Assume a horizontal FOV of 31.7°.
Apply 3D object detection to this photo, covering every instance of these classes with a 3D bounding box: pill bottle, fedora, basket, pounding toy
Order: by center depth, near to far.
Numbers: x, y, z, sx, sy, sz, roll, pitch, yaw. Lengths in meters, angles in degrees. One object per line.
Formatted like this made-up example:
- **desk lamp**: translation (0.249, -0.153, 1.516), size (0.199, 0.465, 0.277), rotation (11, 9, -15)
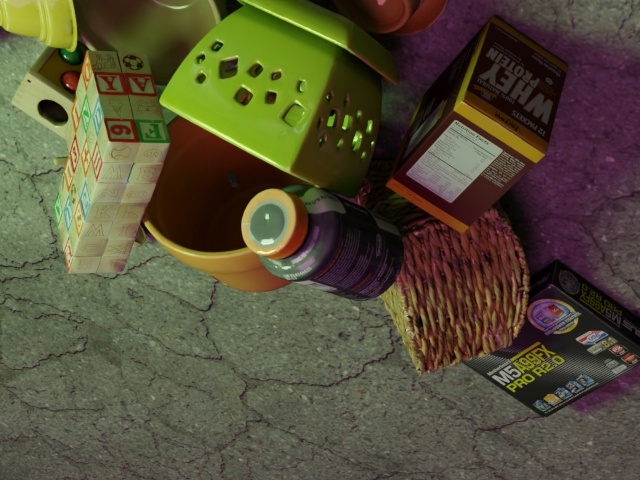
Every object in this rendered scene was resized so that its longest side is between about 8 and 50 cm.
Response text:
- **fedora**: translation (0.070, -0.332, 1.477), size (0.194, 0.079, 0.194), rotation (13, 137, 12)
- **pill bottle**: translation (0.000, 0.000, 1.504), size (0.130, 0.130, 0.245), rotation (-10, 163, 31)
- **pounding toy**: translation (-0.356, -0.199, 1.723), size (0.206, 0.181, 0.094), rotation (34, 137, -12)
- **basket**: translation (0.193, 0.016, 1.761), size (0.213, 0.223, 0.299), rotation (-19, 127, -3)

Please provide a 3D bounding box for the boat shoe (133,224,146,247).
- **boat shoe**: translation (-0.346, -0.042, 1.978), size (0.045, 0.050, 0.135), rotation (-10, 129, 38)

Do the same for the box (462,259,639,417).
- **box**: translation (0.381, 0.171, 1.869), size (0.216, 0.060, 0.270), rotation (34, 137, -13)

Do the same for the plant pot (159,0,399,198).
- **plant pot**: translation (-0.035, -0.205, 1.495), size (0.227, 0.207, 0.228), rotation (29, -176, 24)

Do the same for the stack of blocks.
- **stack of blocks**: translation (-0.309, -0.107, 1.623), size (0.087, 0.171, 0.297), rotation (-1, 143, -26)

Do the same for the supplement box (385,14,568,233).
- **supplement box**: translation (0.211, -0.154, 1.512), size (0.129, 0.191, 0.194), rotation (32, 138, -9)

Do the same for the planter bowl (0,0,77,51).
- **planter bowl**: translation (-0.419, -0.357, 1.565), size (0.217, 0.090, 0.217), rotation (52, 154, 40)

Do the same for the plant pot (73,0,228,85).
- **plant pot**: translation (-0.230, -0.344, 1.574), size (0.237, 0.110, 0.237), rotation (12, 138, 11)

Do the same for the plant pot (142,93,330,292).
- **plant pot**: translation (-0.109, -0.052, 1.716), size (0.290, 0.291, 0.203), rotation (5, 151, 19)
